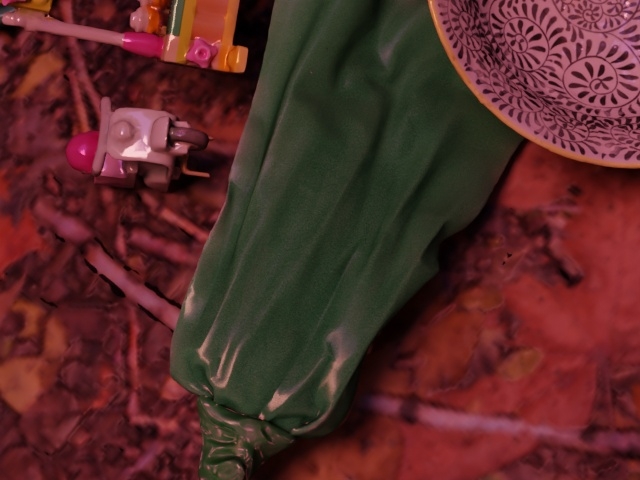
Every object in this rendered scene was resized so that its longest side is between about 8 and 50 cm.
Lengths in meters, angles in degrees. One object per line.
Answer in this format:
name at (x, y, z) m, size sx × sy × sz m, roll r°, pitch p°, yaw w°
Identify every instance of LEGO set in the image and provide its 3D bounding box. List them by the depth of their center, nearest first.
LEGO set at (-0.087, -0.171, 0.722) m, size 0.107 × 0.132 × 0.287 m, roll 8°, pitch 71°, yaw -17°

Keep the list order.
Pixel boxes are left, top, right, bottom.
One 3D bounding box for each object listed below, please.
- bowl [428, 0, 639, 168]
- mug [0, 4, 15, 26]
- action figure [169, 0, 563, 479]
bowl at (0.128, -0.115, 0.673) m, size 0.170 × 0.080 × 0.170 m, roll 0°, pitch 93°, yaw 3°
mug at (-0.159, -0.201, 0.782) m, size 0.097 × 0.157 × 0.129 m, roll -12°, pitch 44°, yaw 5°
action figure at (0.000, 0.000, 0.675) m, size 0.137 × 0.063 × 0.232 m, roll 26°, pitch 71°, yaw -4°
